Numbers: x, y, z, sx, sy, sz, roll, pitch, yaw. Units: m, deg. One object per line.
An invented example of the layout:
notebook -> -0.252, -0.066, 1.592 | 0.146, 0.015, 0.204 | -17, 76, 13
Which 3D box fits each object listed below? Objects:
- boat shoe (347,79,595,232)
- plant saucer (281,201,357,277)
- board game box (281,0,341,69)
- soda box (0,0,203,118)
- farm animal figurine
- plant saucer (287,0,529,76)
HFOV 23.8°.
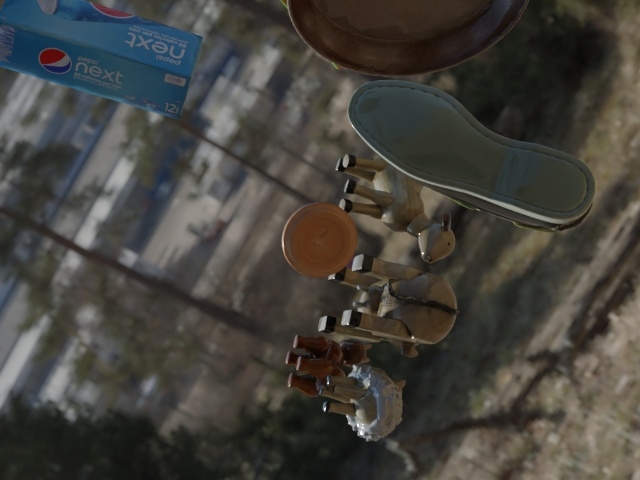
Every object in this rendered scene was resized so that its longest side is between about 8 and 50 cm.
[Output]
boat shoe -> 0.128, -0.068, 1.323 | 0.081, 0.228, 0.068 | -61, -13, -11
plant saucer -> 0.000, 0.000, 1.645 | 0.083, 0.083, 0.013 | -59, 20, 4
board game box -> -0.040, -0.332, 1.802 | 0.039, 0.259, 0.124 | -31, 30, 25
soda box -> -0.237, -0.202, 1.609 | 0.067, 0.210, 0.071 | 113, 171, -47
farm animal figurine -> 0.091, 0.066, 1.925 | 0.327, 0.172, 0.330 | -144, 69, -74
plant saucer -> 0.060, -0.179, 1.037 | 0.168, 0.168, 0.029 | -45, 38, 39
